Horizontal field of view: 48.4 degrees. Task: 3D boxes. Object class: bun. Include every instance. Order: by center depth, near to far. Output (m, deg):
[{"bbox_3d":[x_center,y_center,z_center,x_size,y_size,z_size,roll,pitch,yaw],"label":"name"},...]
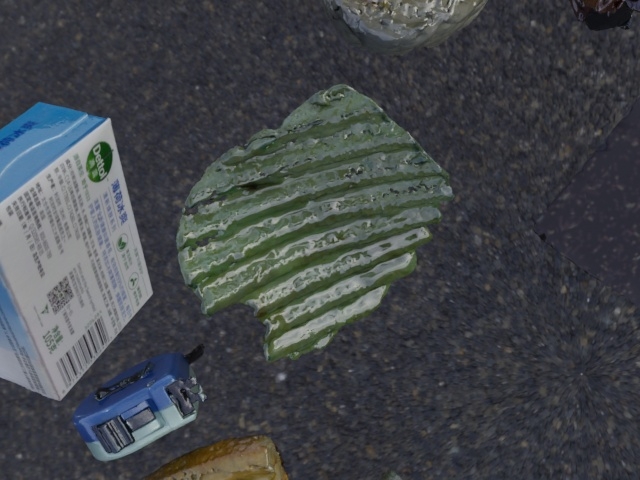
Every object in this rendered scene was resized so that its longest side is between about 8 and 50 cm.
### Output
[{"bbox_3d":[0.098,-0.327,0.704,0.205,0.281,0.281,-4,77,-7],"label":"bun"}]

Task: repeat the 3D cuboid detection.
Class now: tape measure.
[{"bbox_3d":[-0.303,0.257,1.240,0.215,0.351,0.098,-28,98,-5],"label":"tape measure"}]

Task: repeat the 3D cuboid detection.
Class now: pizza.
[{"bbox_3d":[-0.132,0.506,1.236,0.440,0.406,0.130,-34,30,33],"label":"pizza"}]

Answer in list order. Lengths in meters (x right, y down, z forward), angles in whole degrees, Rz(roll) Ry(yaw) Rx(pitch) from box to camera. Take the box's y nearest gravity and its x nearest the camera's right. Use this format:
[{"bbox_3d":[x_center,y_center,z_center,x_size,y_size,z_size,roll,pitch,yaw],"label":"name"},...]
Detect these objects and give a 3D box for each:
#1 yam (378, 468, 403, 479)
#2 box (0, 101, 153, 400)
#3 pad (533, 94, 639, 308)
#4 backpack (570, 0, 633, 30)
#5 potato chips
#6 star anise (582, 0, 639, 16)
[{"bbox_3d":[0.061,0.388,0.946,0.169,0.068,0.068,-42,67,-18],"label":"yam"},{"bbox_3d":[-0.216,0.010,0.569,0.073,0.194,0.139,15,44,19],"label":"box"},{"bbox_3d":[0.285,-0.065,0.314,0.220,0.004,0.330,37,114,3],"label":"pad"},{"bbox_3d":[0.416,-0.404,1.063,0.106,0.120,0.165,-16,65,-9],"label":"backpack"},{"bbox_3d":[0.005,-0.007,1.041,0.389,0.373,0.097,-40,34,4],"label":"potato chips"},{"bbox_3d":[0.360,-0.364,0.883,0.220,0.190,0.125,35,132,30],"label":"star anise"}]
